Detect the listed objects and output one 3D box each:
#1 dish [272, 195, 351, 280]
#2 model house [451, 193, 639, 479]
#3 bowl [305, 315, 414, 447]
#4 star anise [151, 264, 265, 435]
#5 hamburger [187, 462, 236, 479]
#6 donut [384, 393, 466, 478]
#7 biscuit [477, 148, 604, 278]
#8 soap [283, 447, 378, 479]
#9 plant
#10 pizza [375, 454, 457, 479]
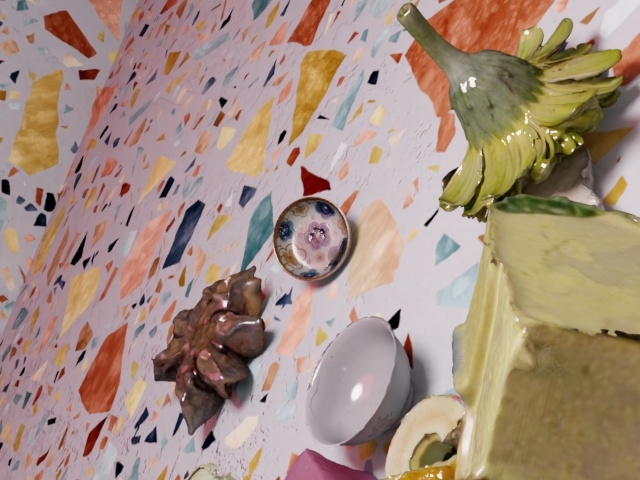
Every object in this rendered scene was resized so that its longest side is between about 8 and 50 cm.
[{"bbox_3d":[0.000,0.000,1.854,0.141,0.078,0.141,-3,83,27],"label":"dish"},{"bbox_3d":[0.264,0.136,1.122,0.321,0.261,0.266,-80,2,-66],"label":"model house"},{"bbox_3d":[0.068,0.202,1.508,0.189,0.086,0.189,-39,34,34],"label":"bowl"},{"bbox_3d":[-0.198,0.191,1.963,0.315,0.108,0.315,-33,37,30],"label":"star anise"},{"bbox_3d":[-0.178,0.423,1.754,0.133,0.062,0.140,-53,25,13],"label":"hamburger"},{"bbox_3d":[0.137,0.256,1.356,0.166,0.065,0.108,-58,26,8],"label":"donut"},{"bbox_3d":[0.275,-0.004,1.361,0.188,0.040,0.265,-5,51,52],"label":"biscuit"},{"bbox_3d":[-0.027,0.465,1.375,0.359,0.128,0.233,-59,24,3],"label":"soap"},{"bbox_3d":[0.214,-0.159,1.449,0.305,0.297,0.261,-93,15,-53],"label":"plant"},{"bbox_3d":[0.096,0.383,1.208,0.268,0.257,0.087,-17,2,-4],"label":"pizza"}]
